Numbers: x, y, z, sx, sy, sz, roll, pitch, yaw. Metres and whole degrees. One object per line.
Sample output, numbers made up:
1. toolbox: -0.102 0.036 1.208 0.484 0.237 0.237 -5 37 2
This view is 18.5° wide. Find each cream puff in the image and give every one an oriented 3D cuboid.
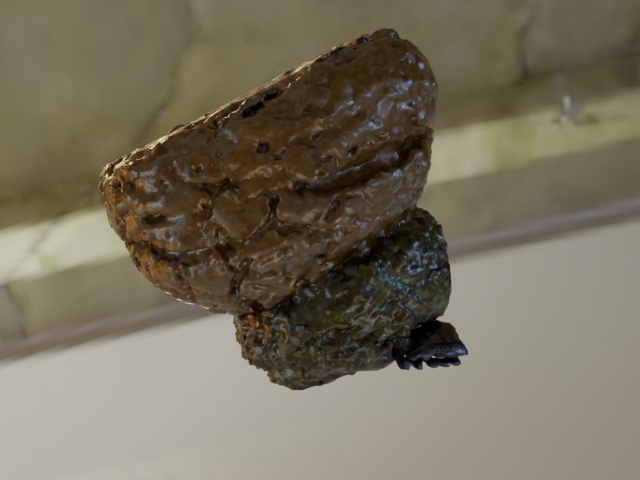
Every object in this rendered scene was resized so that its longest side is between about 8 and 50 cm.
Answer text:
1. cream puff: 0.000 0.000 0.989 0.183 0.169 0.183 -26 -175 2
